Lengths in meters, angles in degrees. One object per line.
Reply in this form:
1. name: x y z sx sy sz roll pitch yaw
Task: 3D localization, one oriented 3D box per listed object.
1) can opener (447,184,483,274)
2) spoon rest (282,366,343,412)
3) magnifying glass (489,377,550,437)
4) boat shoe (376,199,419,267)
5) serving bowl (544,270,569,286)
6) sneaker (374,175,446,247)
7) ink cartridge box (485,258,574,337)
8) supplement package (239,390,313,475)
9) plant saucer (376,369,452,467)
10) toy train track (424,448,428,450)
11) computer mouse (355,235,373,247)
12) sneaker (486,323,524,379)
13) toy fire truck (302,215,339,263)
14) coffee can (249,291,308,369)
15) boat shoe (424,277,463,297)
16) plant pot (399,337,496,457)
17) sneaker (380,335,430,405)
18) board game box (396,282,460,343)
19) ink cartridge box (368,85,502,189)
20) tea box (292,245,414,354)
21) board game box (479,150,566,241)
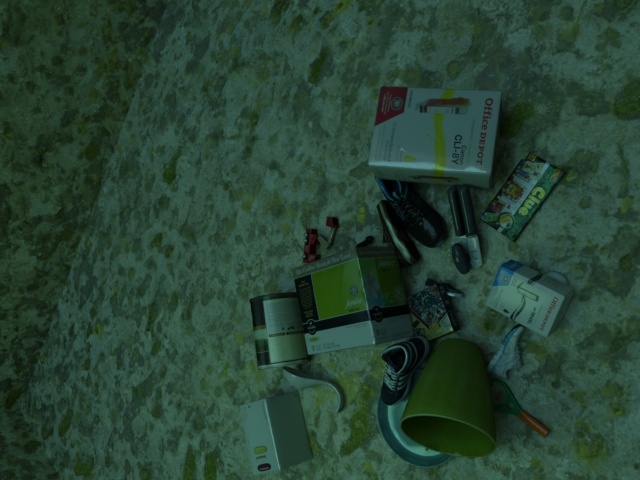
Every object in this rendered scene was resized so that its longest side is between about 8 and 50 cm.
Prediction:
1. can opener: 0.457 -0.032 1.700 0.076 0.095 0.283 -3 108 41
2. spoon rest: -0.027 0.549 2.022 0.276 0.137 0.084 28 87 20
3. magnifying glass: 0.593 0.514 1.625 0.231 0.026 0.092 38 106 35
4. boat shoe: 0.252 -0.020 1.890 0.095 0.095 0.257 -37 65 34
5. serving bowl: 0.698 0.133 1.586 0.083 0.027 0.083 -4 84 36
6. sneaker: 0.300 -0.113 1.835 0.125 0.140 0.340 -46 62 23
7. ink cartridge box: 0.622 0.170 1.580 0.203 0.086 0.148 30 120 35
8. supplement package: -0.170 0.739 2.042 0.145 0.204 0.261 -26 70 31
9. plant saucer: 0.338 0.596 1.788 0.318 0.044 0.317 -5 82 36
10. toy train track: 0.372 0.661 1.723 0.048 0.014 0.083 51 119 21
11. computer mouse: 0.183 0.086 1.958 0.106 0.042 0.193 -35 66 27
12. sneaker: 0.590 0.345 1.624 0.083 0.071 0.190 32 112 28
13. toy fire truck: 0.000 0.000 2.098 0.135 0.047 0.192 4 88 35
14. coffee can: -0.164 0.355 2.082 0.202 0.202 0.275 -17 75 34
15. boat shoe: 0.414 0.160 1.779 0.142 0.049 0.040 13 92 38
16. plant pot: 0.404 0.455 1.605 0.275 0.274 0.293 -10 43 35
17. sneaker: 0.243 0.439 1.743 0.099 0.153 0.282 38 114 33
18. board game box: 0.340 0.264 1.792 0.243 0.042 0.165 -34 67 42
19. ink cartridge box: 0.373 -0.334 1.706 0.385 0.160 0.279 8 81 18
20. tea box: 0.107 0.209 1.848 0.329 0.220 0.323 -20 77 45
21. board game box: 0.632 -0.139 1.665 0.136 0.030 0.259 40 108 30
